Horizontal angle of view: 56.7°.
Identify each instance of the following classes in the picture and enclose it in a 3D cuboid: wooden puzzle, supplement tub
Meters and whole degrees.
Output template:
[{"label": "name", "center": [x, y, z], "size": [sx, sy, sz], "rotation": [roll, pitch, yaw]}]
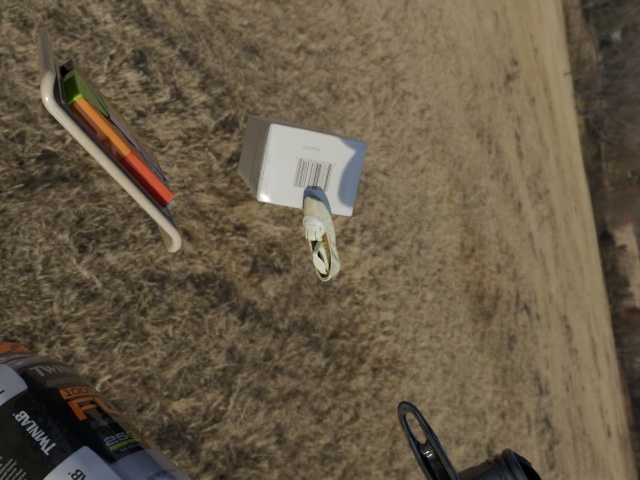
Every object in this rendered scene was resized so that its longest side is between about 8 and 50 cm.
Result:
[{"label": "wooden puzzle", "center": [-0.243, -0.122, 0.698], "size": [0.238, 0.044, 0.221], "rotation": [60, -6, -38]}, {"label": "supplement tub", "center": [-0.311, 0.267, 0.685], "size": [0.193, 0.316, 0.193], "rotation": [-44, 154, -29]}]

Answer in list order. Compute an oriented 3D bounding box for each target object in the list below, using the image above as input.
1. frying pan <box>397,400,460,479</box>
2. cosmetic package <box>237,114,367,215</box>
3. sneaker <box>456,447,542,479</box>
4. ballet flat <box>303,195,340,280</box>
[{"label": "frying pan", "center": [0.183, 0.303, 0.537], "size": [0.053, 0.198, 0.325], "rotation": [45, 38, -68]}, {"label": "cosmetic package", "center": [-0.056, -0.169, 1.264], "size": [0.365, 0.197, 0.155], "rotation": [-133, -127, -69]}, {"label": "sneaker", "center": [0.292, 0.429, 0.945], "size": [0.295, 0.147, 0.104], "rotation": [58, 7, -45]}, {"label": "ballet flat", "center": [0.000, 0.000, 1.092], "size": [0.052, 0.057, 0.168], "rotation": [-48, 128, -48]}]
